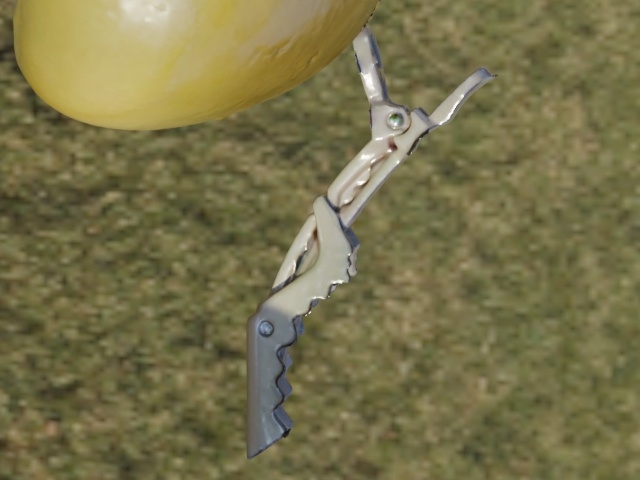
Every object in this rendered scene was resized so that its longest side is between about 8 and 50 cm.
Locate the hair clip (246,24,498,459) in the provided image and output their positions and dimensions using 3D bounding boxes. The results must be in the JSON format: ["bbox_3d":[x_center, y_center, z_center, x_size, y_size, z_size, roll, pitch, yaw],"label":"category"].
[{"bbox_3d":[0.000,0.000,0.972,0.226,0.072,0.034,-61,176,9],"label":"hair clip"}]

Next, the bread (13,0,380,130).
[{"bbox_3d":[-0.025,-0.115,0.716,0.217,0.098,0.147,-44,145,-64],"label":"bread"}]
